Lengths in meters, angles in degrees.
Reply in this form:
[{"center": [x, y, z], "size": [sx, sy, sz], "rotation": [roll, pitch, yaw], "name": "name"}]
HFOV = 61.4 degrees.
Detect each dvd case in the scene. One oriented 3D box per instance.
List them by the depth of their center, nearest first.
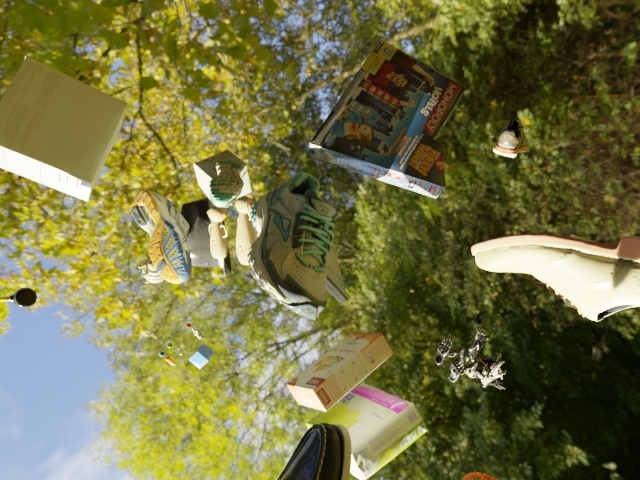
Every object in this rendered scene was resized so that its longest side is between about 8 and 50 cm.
[{"center": [0.000, 0.000, 1.227], "size": [0.180, 0.022, 0.252], "rotation": [52, -158, -57], "name": "dvd case"}]

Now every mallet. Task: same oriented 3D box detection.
[{"center": [-0.613, 0.108, 0.967], "size": [0.190, 0.062, 0.039], "rotation": [-2, -95, -23], "name": "mallet"}]

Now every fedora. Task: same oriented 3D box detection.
[{"center": [-0.412, -0.027, 1.907], "size": [0.334, 0.153, 0.333], "rotation": [171, 90, -81], "name": "fedora"}]

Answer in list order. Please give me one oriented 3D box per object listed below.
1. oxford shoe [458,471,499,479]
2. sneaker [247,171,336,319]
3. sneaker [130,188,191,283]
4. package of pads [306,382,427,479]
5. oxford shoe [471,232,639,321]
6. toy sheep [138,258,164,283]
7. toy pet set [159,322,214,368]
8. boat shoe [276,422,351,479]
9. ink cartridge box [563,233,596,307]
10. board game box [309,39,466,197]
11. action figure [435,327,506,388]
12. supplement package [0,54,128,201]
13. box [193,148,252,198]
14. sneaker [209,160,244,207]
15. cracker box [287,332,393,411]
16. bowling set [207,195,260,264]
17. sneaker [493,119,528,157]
[{"center": [0.330, 0.559, 0.987], "size": [0.363, 0.133, 0.130], "rotation": [51, -137, -17], "name": "oxford shoe"}, {"center": [-0.033, -0.010, 0.785], "size": [0.110, 0.122, 0.283], "rotation": [34, -157, -33], "name": "sneaker"}, {"center": [-0.387, -0.014, 1.427], "size": [0.131, 0.112, 0.296], "rotation": [16, -141, -56], "name": "sneaker"}, {"center": [0.111, 0.510, 1.472], "size": [0.229, 0.297, 0.101], "rotation": [-29, -81, -23], "name": "package of pads"}, {"center": [0.445, 0.064, 0.950], "size": [0.141, 0.397, 0.146], "rotation": [5, -91, -43], "name": "oxford shoe"}, {"center": [-0.550, 0.101, 1.793], "size": [0.132, 0.091, 0.091], "rotation": [111, 179, -65], "name": "toy sheep"}, {"center": [-0.369, 0.310, 1.522], "size": [0.114, 0.065, 0.122], "rotation": [43, -112, -7], "name": "toy pet set"}, {"center": [-0.055, 0.351, 0.625], "size": [0.091, 0.114, 0.302], "rotation": [28, -110, -16], "name": "boat shoe"}, {"center": [0.553, 0.067, 1.140], "size": [0.150, 0.063, 0.109], "rotation": [-62, -12, -66], "name": "ink cartridge box"}, {"center": [0.116, -0.158, 0.784], "size": [0.194, 0.194, 0.060], "rotation": [-57, -5, -9], "name": "board game box"}, {"center": [0.483, 0.364, 1.628], "size": [0.276, 0.164, 0.141], "rotation": [14, -59, -37], "name": "action figure"}, {"center": [-0.534, -0.219, 1.099], "size": [0.203, 0.149, 0.194], "rotation": [24, -110, -20], "name": "supplement package"}, {"center": [-0.242, -0.156, 1.343], "size": [0.101, 0.102, 0.087], "rotation": [-29, -44, -25], "name": "box"}, {"center": [-0.178, -0.092, 1.035], "size": [0.166, 0.065, 0.076], "rotation": [-91, 9, -62], "name": "sneaker"}, {"center": [0.047, 0.319, 1.340], "size": [0.232, 0.156, 0.067], "rotation": [-34, -83, -28], "name": "cracker box"}, {"center": [-0.116, -0.033, 1.239], "size": [0.200, 0.287, 0.154], "rotation": [-13, -73, -46], "name": "bowling set"}, {"center": [0.403, -0.218, 1.114], "size": [0.158, 0.061, 0.064], "rotation": [-40, -36, -56], "name": "sneaker"}]
